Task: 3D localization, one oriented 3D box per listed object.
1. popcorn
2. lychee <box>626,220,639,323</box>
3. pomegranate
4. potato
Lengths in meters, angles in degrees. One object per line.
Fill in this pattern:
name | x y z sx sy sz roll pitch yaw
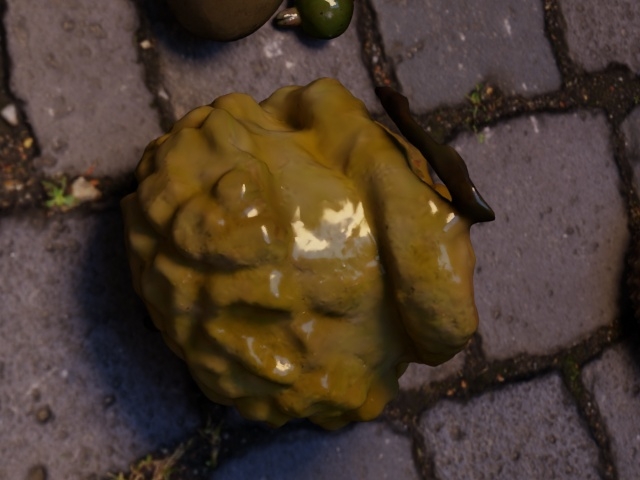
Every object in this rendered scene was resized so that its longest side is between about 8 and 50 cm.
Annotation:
popcorn | 0.000 0.000 1.310 0.349 0.382 0.349 24 55 -39
lychee | 0.532 0.043 1.726 0.300 0.300 0.300 8 77 -35
pomegranate | -0.003 -0.251 1.529 0.084 0.073 0.073 -45 113 6
potato | -0.081 -0.330 1.422 0.165 0.165 0.262 20 70 -32
